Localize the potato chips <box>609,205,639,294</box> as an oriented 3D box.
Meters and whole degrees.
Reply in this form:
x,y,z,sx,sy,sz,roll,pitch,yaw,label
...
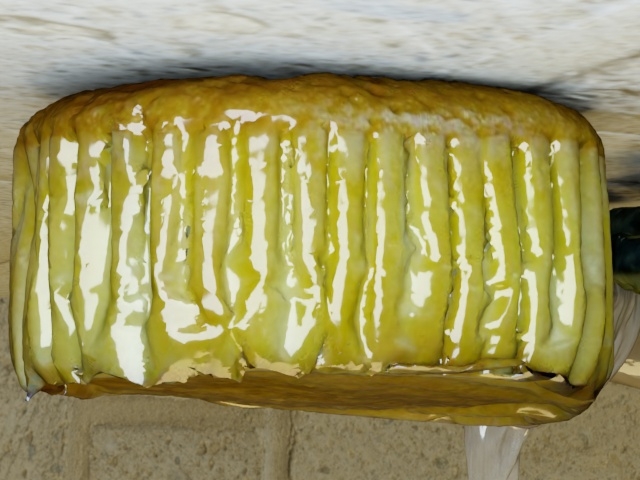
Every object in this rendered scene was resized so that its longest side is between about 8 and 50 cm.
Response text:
x,y,z,sx,sy,sz,roll,pitch,yaw,label
0.324,0.003,0.912,0.358,0.070,0.429,-4,180,-16,potato chips

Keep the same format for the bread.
x,y,z,sx,sy,sz,roll,pitch,yaw,label
-0.005,0.007,0.726,0.253,0.142,0.227,6,176,-17,bread

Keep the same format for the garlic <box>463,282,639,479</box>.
x,y,z,sx,sy,sz,roll,pitch,yaw,label
0.107,0.074,1.079,0.218,0.212,0.218,-2,-179,0,garlic

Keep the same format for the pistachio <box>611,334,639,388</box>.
x,y,z,sx,sy,sz,roll,pitch,yaw,label
0.327,0.086,1.709,0.223,0.126,0.152,6,142,7,pistachio
